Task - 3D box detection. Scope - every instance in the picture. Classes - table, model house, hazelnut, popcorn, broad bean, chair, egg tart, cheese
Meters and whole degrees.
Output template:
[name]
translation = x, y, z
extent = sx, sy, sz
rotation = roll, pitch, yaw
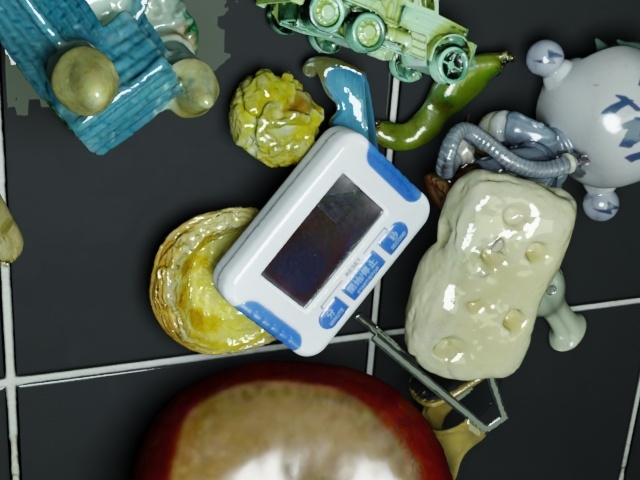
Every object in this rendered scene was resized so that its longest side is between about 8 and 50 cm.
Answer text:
[table]
translation = 0.200, 0.209, 1.583
extent = 0.133, 0.043, 0.133
rotation = -9, 115, -19
[model house]
translation = -0.216, -0.208, 1.057
extent = 0.194, 0.325, 0.267
rotation = -35, 121, -4
[hazelnut]
translation = -0.036, 0.335, 1.354
extent = 0.409, 0.359, 0.359
rotation = 4, 114, 10
[popcorn]
translation = -0.053, -0.144, 1.281
extent = 0.116, 0.106, 0.121
rotation = -3, 111, 2
[broad bean]
translation = 0.161, -0.185, 1.391
extent = 0.213, 0.048, 0.070
rotation = -36, 122, -2
[chair]
translation = 0.170, 0.179, 1.451
extent = 0.172, 0.159, 0.247
rotation = -36, 101, -2
[egg tart]
translation = -0.118, 0.046, 1.347
extent = 0.212, 0.090, 0.212
rotation = -10, 118, -20
[cheese]
translation = 0.201, 0.047, 1.293
extent = 0.159, 0.093, 0.263
rotation = 16, 107, -11

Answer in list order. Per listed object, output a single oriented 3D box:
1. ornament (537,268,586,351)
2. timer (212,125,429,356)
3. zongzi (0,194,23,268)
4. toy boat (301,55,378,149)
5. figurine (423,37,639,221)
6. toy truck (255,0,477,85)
[ornament]
translation = 0.334, 0.089, 1.575
extent = 0.156, 0.081, 0.075
rotation = 52, 53, -34
[timer]
translation = 0.000, 0.000, 1.296
extent = 0.253, 0.078, 0.178
rotation = -50, 124, -2
[zongzi]
translation = -0.438, -0.019, 1.193
extent = 0.176, 0.078, 0.160
rotation = -22, 120, -2
[toy boat]
translation = 0.026, -0.144, 1.336
extent = 0.077, 0.075, 0.185
rotation = -3, 123, 12
[figurine]
translation = 0.318, -0.125, 1.406
extent = 0.382, 0.186, 0.261
rotation = -29, 126, -8
[toy truck]
translation = 0.070, -0.276, 1.272
extent = 0.259, 0.128, 0.135
rotation = 20, 89, -29
